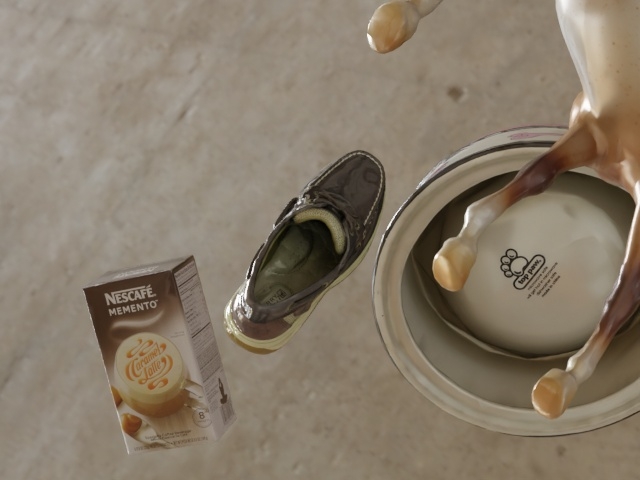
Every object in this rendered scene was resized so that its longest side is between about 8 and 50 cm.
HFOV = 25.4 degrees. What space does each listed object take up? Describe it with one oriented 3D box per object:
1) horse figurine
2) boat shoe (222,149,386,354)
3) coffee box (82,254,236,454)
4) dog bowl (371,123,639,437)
[{"bbox_3d":[0.089,-0.073,0.462,0.066,0.263,0.174,12,43,41],"label":"horse figurine"},{"bbox_3d":[-0.001,0.000,1.200,0.223,0.080,0.073,-53,-2,-32],"label":"boat shoe"},{"bbox_3d":[-0.221,0.158,1.964,0.141,0.246,0.098,-12,9,17],"label":"coffee box"},{"bbox_3d":[0.272,0.037,1.761,0.408,0.408,0.150,-32,20,22],"label":"dog bowl"}]
